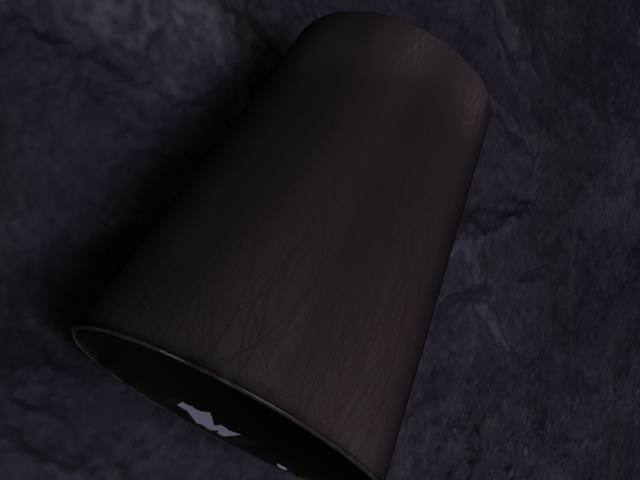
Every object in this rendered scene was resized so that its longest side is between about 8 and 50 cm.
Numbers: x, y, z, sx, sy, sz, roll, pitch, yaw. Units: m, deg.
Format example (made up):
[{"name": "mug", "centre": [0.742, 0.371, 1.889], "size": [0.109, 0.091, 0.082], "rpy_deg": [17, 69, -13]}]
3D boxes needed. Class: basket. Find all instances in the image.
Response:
[{"name": "basket", "centre": [0.000, 0.000, 0.479], "size": [0.204, 0.154, 0.227], "rpy_deg": [49, 58, -44]}]
